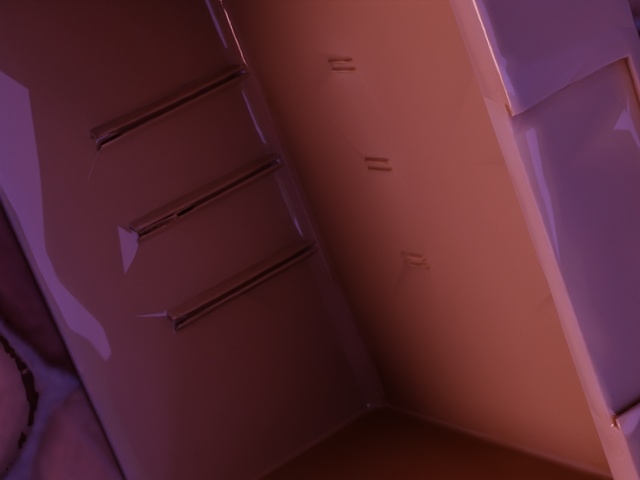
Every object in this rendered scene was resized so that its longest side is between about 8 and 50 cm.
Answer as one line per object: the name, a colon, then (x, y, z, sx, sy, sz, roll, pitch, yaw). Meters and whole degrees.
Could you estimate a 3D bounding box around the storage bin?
storage bin: (0.000, 0.000, 0.536, 0.123, 0.260, 0.262, -28, 108, -24)
